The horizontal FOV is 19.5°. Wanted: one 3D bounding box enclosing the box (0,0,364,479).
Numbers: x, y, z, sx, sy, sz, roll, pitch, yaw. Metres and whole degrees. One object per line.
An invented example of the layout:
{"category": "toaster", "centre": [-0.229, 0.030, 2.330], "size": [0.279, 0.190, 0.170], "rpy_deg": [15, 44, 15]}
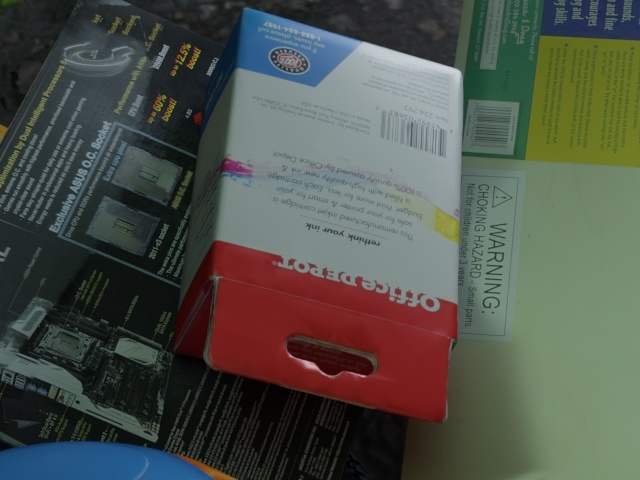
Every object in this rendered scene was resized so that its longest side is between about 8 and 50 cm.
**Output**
{"category": "box", "centre": [-0.082, 0.026, 1.041], "size": [0.242, 0.076, 0.307], "rpy_deg": [23, 52, -4]}

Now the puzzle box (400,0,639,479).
{"category": "puzzle box", "centre": [0.199, 0.005, 1.038], "size": [0.272, 0.052, 0.409], "rpy_deg": [4, 65, 12]}

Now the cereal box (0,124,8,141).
{"category": "cereal box", "centre": [-0.223, 0.038, 1.100], "size": [0.173, 0.047, 0.240], "rpy_deg": [26, 55, 20]}

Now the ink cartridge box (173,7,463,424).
{"category": "ink cartridge box", "centre": [0.000, 0.000, 0.990], "size": [0.134, 0.078, 0.231], "rpy_deg": [15, 53, -13]}

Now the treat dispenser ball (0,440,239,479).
{"category": "treat dispenser ball", "centre": [-0.102, 0.228, 0.785], "size": [0.288, 0.288, 0.288], "rpy_deg": [-1, 50, 1]}
